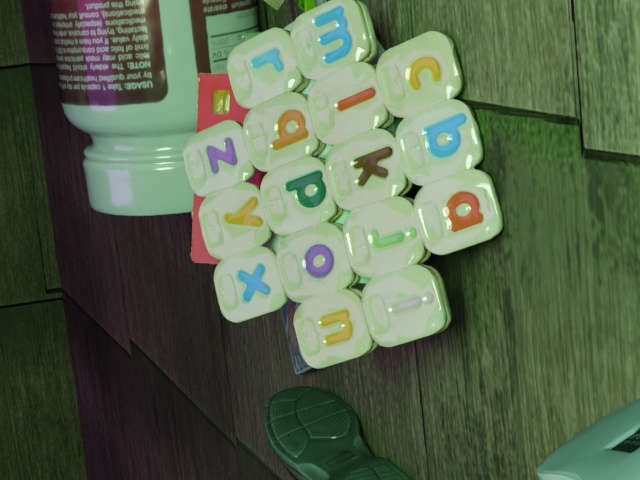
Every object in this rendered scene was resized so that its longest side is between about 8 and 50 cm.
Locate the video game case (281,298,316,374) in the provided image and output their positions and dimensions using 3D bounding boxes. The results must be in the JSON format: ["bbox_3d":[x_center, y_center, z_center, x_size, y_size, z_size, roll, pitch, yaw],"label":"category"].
[{"bbox_3d":[-0.015,0.031,1.500,0.183,0.023,0.201,141,117,-69],"label":"video game case"}]

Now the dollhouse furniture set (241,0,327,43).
[{"bbox_3d":[-0.033,-0.210,1.353,0.058,0.076,0.151,-142,46,-64],"label":"dollhouse furniture set"}]

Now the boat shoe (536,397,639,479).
[{"bbox_3d":[0.200,0.173,0.717,0.156,0.136,0.367,57,178,4],"label":"boat shoe"}]

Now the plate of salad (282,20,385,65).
[{"bbox_3d":[-0.008,-0.106,1.279,0.200,0.048,0.200,3,94,44],"label":"plate of salad"}]

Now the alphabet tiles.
[{"bbox_3d":[0.011,-0.046,1.160,0.278,0.021,0.284,-21,79,33],"label":"alphabet tiles"}]

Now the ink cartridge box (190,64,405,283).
[{"bbox_3d":[-0.032,-0.061,1.229,0.225,0.056,0.181,4,92,30],"label":"ink cartridge box"}]

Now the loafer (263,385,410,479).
[{"bbox_3d":[0.015,0.237,1.416,0.267,0.096,0.084,-139,37,-58],"label":"loafer"}]

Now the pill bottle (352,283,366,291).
[{"bbox_3d":[0.000,0.000,1.345,0.086,0.086,0.152,102,151,-47],"label":"pill bottle"}]

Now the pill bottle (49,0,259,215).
[{"bbox_3d":[-0.177,-0.237,1.526,0.224,0.224,0.392,-152,56,-66],"label":"pill bottle"}]
